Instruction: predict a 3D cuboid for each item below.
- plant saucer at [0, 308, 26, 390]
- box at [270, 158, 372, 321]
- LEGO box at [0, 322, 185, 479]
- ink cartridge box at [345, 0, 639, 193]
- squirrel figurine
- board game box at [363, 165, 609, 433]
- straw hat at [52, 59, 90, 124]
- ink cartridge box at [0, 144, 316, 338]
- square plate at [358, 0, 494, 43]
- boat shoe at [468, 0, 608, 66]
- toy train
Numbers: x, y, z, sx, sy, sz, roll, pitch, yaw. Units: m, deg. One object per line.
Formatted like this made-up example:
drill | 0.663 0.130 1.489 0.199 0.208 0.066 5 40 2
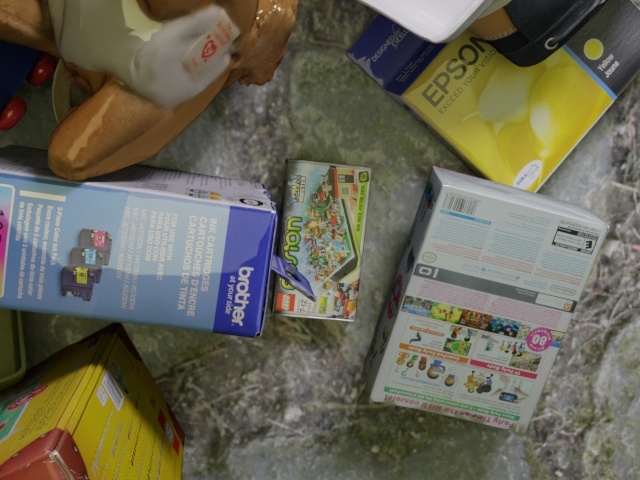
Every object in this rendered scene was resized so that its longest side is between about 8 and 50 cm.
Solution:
plant saucer | -0.445 0.137 1.065 0.188 0.188 0.045 -22 135 -4
box | 0.000 0.000 1.156 0.114 0.036 0.207 5 96 -8
LEGO box | -0.352 0.301 0.913 0.372 0.500 0.193 -29 99 -3
ink cartridge box | 0.247 -0.254 1.143 0.307 0.072 0.304 41 91 -12
squirrel figurine | -0.230 -0.312 0.972 0.370 0.397 0.281 39 125 19
board game box | 0.205 0.081 1.130 0.224 0.097 0.304 14 107 -9
straw hat | -0.296 -0.179 1.081 0.061 0.144 0.145 10 97 33
ink cartridge box | -0.198 -0.004 1.012 0.395 0.270 0.151 6 100 -8
square plate | 0.167 -0.383 1.004 0.344 0.347 0.049 -46 130 0
boat shoe | 0.365 -0.404 1.024 0.500 0.187 0.156 -44 118 3
toy train | -0.394 -0.210 1.047 0.143 0.248 0.105 -29 122 35
